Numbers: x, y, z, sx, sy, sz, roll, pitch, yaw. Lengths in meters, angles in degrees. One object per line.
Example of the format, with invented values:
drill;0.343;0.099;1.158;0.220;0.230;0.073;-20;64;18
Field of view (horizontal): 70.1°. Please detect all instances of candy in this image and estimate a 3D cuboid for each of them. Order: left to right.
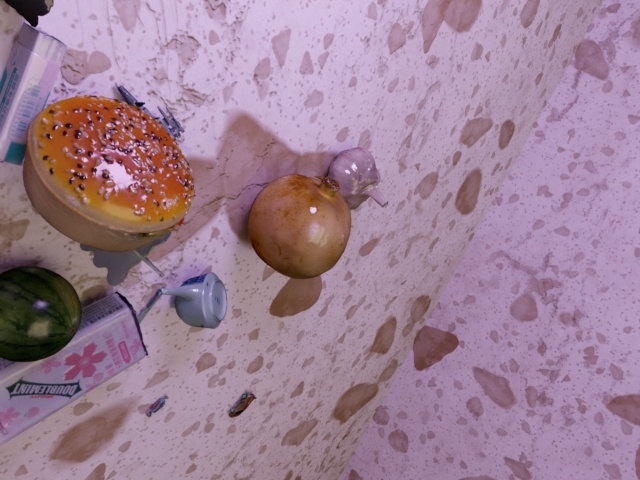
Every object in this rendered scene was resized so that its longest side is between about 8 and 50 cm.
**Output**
candy;-0.520;0.530;1.458;0.083;0.020;0.030;-43;143;-20

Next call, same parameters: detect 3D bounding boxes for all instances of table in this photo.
table;-0.424;-0.004;0.990;0.166;0.198;0.167;-30;137;-32

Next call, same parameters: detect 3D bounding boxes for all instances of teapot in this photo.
teapot;-0.350;0.174;1.286;0.159;0.159;0.232;-45;153;-14

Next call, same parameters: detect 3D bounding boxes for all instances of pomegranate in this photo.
pomegranate;-0.051;-0.050;1.310;0.319;0.319;0.320;-29;137;-31

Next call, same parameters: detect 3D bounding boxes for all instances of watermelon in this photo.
watermelon;-0.602;0.144;0.928;0.188;0.214;0.188;23;90;-86

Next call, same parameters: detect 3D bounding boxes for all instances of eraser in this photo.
eraser;-0.511;-0.248;0.782;0.052;0.095;0.225;15;107;-52

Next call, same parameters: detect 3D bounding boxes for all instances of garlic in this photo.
garlic;0.132;-0.179;1.482;0.218;0.212;0.219;-36;146;-30

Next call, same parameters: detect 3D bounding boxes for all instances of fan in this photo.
fan;-0.492;0.212;1.242;0.193;0.016;0.038;-52;147;-3

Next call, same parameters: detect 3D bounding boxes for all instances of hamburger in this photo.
hamburger;-0.369;-0.126;0.828;0.176;0.301;0.300;-34;154;29

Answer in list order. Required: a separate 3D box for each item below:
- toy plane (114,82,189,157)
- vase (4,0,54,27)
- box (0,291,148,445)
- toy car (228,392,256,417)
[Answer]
toy plane;-0.354;-0.237;0.988;0.234;0.082;0.160;72;34;-49
vase;-0.508;-0.427;0.649;0.237;0.115;0.116;25;98;-49
box;-0.599;0.282;1.062;0.369;0.112;0.191;-31;136;-38
toy car;-0.307;0.647;1.783;0.122;0.035;0.059;-50;148;-11
